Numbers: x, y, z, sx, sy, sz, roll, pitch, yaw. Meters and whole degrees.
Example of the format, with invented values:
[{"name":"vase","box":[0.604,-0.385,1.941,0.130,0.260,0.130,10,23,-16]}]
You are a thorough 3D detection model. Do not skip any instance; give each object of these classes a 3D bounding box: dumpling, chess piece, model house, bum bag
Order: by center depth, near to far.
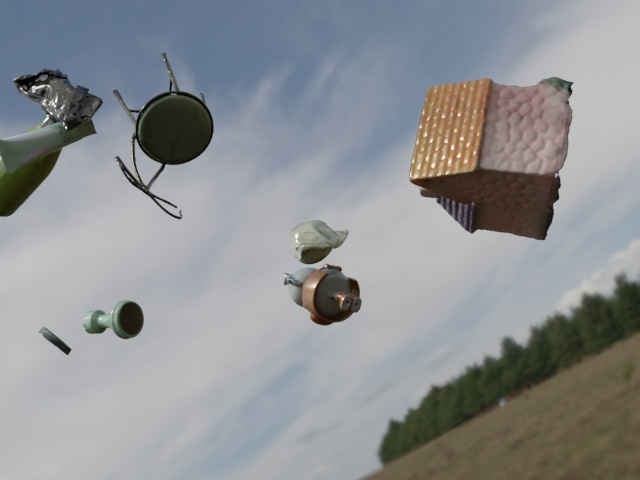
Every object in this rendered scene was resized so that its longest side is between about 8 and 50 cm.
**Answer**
[{"name":"model house","box":[0.275,-0.141,1.682,0.237,0.202,0.237,8,-22,9]},{"name":"chess piece","box":[-0.362,0.139,1.783,0.103,0.067,0.067,-7,2,36]},{"name":"bum bag","box":[-0.550,-0.304,2.173,0.102,0.248,0.069,-19,-45,-39]},{"name":"dumpling","box":[0.000,0.001,2.316,0.134,0.100,0.169,-10,-14,-8]}]

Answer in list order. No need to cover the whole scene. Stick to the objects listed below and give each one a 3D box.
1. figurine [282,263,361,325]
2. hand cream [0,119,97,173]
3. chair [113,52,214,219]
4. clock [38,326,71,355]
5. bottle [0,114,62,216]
[{"name":"figurine","box":[-0.002,0.112,2.445,0.143,0.271,0.143,-14,-58,-24]},{"name":"hand cream","box":[-0.576,-0.213,2.174,0.204,0.078,0.050,-24,24,-13]},{"name":"chair","box":[-0.278,-0.198,1.897,0.170,0.326,0.160,-38,-56,7]},{"name":"clock","box":[-0.585,0.222,2.272,0.017,0.085,0.085,-51,-10,-11]},{"name":"bottle","box":[-0.646,-0.172,2.263,0.260,0.112,0.112,-44,-17,15]}]
